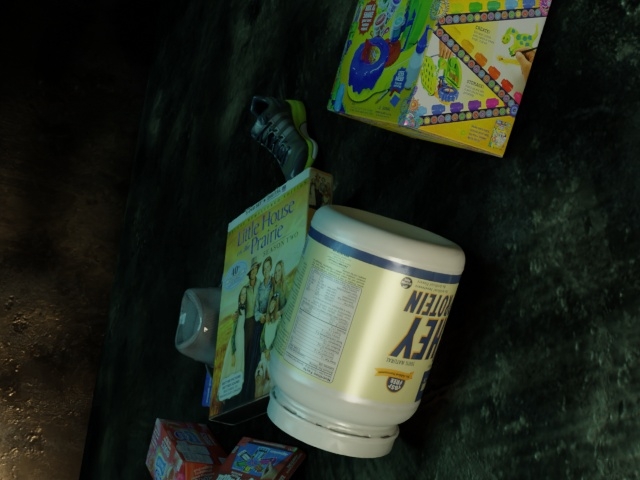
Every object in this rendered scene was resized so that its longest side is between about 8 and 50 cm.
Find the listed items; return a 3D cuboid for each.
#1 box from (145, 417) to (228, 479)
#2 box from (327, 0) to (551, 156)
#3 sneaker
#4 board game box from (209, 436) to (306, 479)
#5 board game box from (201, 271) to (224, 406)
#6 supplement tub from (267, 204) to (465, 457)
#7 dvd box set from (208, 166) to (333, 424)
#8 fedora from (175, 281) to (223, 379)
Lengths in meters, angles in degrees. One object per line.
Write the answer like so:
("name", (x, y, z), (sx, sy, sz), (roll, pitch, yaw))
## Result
("box", (-0.299, 0.509, 2.110), (0.257, 0.128, 0.123), (28, 103, 65))
("box", (0.177, -0.298, 1.433), (0.290, 0.177, 0.279), (27, 102, 65))
("sneaker", (-0.089, -0.214, 2.034), (0.111, 0.121, 0.300), (-62, 28, 31))
("board game box", (-0.136, 0.456, 1.821), (0.145, 0.027, 0.281), (-51, 16, -22))
("board game box", (-0.155, 0.210, 2.026), (0.318, 0.066, 0.319), (-18, 61, 62))
("supplement tub", (0.060, 0.131, 1.389), (0.235, 0.235, 0.325), (34, 109, 65))
("dvd box set", (-0.093, 0.108, 1.746), (0.307, 0.062, 0.420), (-30, 49, 48))
("fedora", (-0.231, 0.178, 1.974), (0.275, 0.124, 0.244), (19, 95, 66))
